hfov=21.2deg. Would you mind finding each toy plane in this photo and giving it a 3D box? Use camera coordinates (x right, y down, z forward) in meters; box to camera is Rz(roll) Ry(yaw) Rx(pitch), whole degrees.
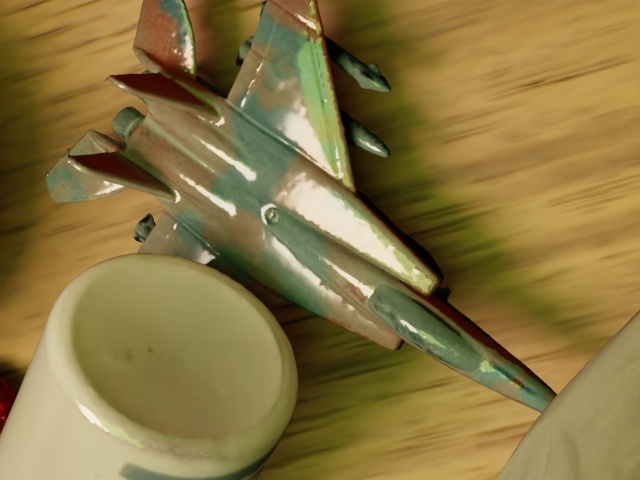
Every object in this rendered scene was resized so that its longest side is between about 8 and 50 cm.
[{"bbox_3d":[0.002,-0.001,0.940,0.326,0.104,0.223,33,107,7],"label":"toy plane"}]

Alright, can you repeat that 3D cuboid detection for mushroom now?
[{"bbox_3d":[0.189,0.081,0.852,0.109,0.097,0.351,40,90,-8],"label":"mushroom"}]

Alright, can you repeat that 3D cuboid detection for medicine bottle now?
[{"bbox_3d":[-0.111,0.129,0.938,0.139,0.139,0.237,37,133,11],"label":"medicine bottle"}]

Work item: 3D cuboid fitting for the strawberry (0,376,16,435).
[{"bbox_3d":[-0.217,0.120,1.052,0.073,0.073,0.083,4,132,18],"label":"strawberry"}]
